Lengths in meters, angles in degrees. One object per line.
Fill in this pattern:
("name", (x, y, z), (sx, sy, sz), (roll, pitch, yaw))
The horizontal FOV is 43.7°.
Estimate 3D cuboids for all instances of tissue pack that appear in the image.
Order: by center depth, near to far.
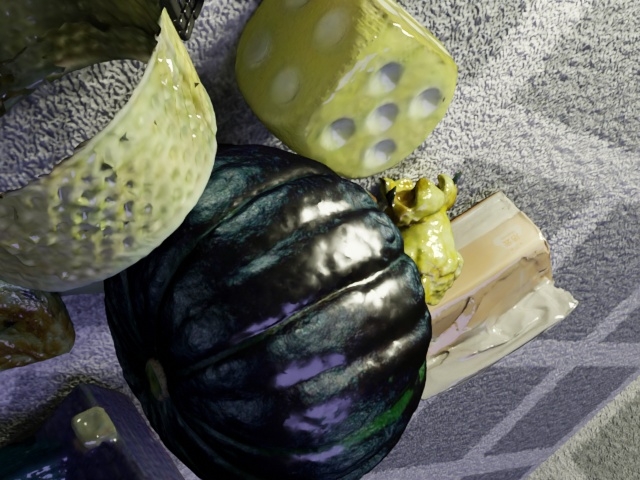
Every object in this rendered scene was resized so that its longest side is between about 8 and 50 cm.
("tissue pack", (0.239, 0.109, 1.315), (0.305, 0.239, 0.238), (-32, 145, -2))

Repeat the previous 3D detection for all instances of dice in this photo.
("dice", (0.028, -0.180, 0.851), (0.169, 0.166, 0.169), (17, 122, -48))

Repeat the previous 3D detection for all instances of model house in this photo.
("model house", (-0.366, 0.369, 1.134), (0.312, 0.245, 0.280), (-20, 148, -34))

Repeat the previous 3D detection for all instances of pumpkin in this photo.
("pumpkin", (-0.060, 0.078, 0.805), (0.266, 0.363, 0.363), (-26, 146, -29))

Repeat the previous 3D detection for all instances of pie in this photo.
("pie", (-0.403, 0.105, 0.924), (0.240, 0.054, 0.241), (-10, 143, -7))

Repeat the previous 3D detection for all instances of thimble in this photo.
("thimble", (-0.229, -0.107, 0.660), (0.270, 0.271, 0.150), (-30, 148, -4))

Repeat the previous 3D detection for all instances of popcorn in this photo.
("popcorn", (0.128, -0.004, 1.168), (0.173, 0.168, 0.195), (-2, 98, -21))

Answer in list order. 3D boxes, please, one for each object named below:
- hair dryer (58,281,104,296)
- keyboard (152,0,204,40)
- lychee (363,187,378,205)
("hair dryer", (-0.245, -0.023, 0.930), (0.229, 0.092, 0.267), (-24, 131, -3))
("keyboard", (-0.150, -0.301, 0.632), (0.027, 0.106, 0.317), (4, 150, 15))
("lychee", (0.000, 0.000, 1.057), (0.171, 0.171, 0.171), (-21, 143, -17))
